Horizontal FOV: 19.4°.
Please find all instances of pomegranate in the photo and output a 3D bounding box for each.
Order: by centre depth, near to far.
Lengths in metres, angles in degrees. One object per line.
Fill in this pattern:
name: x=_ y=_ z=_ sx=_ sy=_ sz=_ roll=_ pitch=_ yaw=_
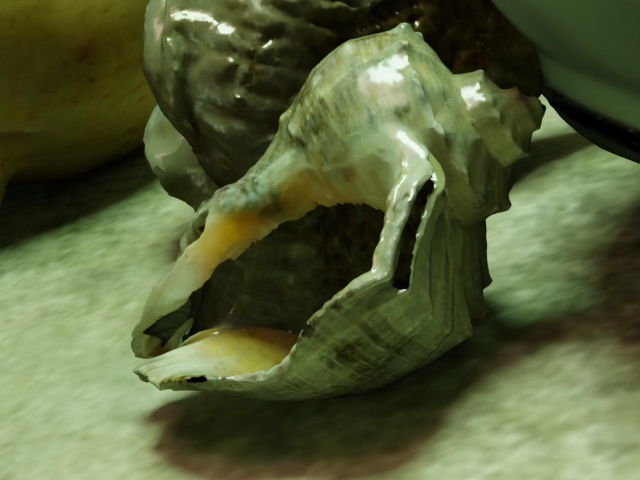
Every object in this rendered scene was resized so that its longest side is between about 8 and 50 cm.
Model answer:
pomegranate: x=-0.217 y=-0.157 z=1.133 sx=0.342 sy=0.342 sz=0.342 roll=-17 pitch=20 yaw=6

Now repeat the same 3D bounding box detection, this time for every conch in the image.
conch: x=0.000 y=0.000 z=0.751 sx=0.207 sy=0.130 sz=0.155 roll=-28 pitch=4 yaw=14

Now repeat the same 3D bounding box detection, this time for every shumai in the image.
shumai: x=0.001 y=-0.108 z=0.943 sx=0.218 sy=0.184 sz=0.185 roll=-43 pitch=28 yaw=-13

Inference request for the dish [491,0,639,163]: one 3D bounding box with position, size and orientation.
dish: x=0.184 y=-0.080 z=0.731 sx=0.324 sy=0.124 sz=0.324 roll=16 pitch=14 yaw=-4
